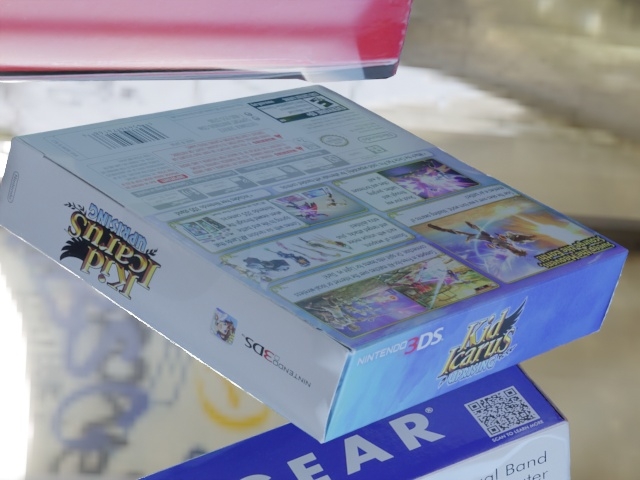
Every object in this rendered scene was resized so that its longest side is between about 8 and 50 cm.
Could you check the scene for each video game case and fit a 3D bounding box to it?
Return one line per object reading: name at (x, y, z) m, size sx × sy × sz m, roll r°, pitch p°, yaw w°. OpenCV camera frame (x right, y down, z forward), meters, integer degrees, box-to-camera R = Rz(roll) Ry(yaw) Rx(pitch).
video game case at (0.000, 0.000, 1.091) m, size 0.244 × 0.269 × 0.061 m, roll 30°, pitch -63°, yaw 31°

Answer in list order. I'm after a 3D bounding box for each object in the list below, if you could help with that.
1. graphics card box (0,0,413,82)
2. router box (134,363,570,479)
graphics card box at (-0.111, -0.200, 0.407) m, size 0.094 × 0.233 × 0.371 m, roll 99°, pitch -12°, yaw -55°
router box at (-0.014, 0.249, 1.157) m, size 0.082 × 0.335 × 0.301 m, roll -128°, pitch -156°, yaw -48°
